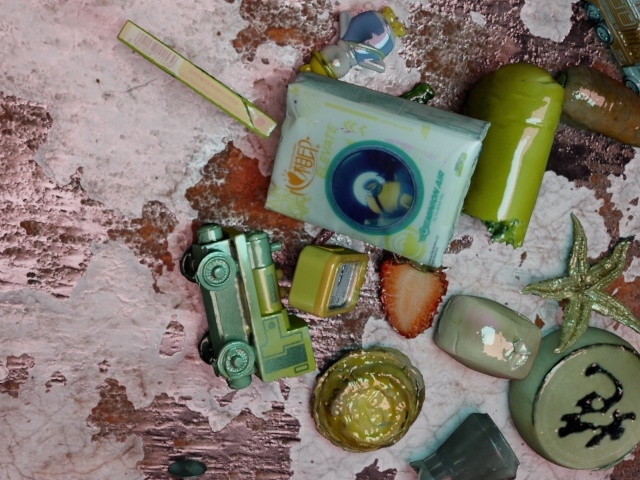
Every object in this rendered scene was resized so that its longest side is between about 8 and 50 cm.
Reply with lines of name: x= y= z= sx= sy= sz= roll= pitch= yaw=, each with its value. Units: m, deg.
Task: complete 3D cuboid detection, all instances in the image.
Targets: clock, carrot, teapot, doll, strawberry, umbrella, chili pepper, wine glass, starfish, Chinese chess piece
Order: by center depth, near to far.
doll: x=0.066 y=-0.401 z=1.716 sx=0.241 sy=0.099 sz=0.135 roll=-35 pitch=125 yaw=-3
clock: x=0.020 y=0.084 z=1.744 sx=0.096 sy=0.202 sz=0.143 roll=21 pitch=99 yaw=23
chili pepper: x=0.159 y=-0.303 z=1.783 sx=0.182 sy=0.050 sz=0.073 roll=-5 pitch=109 yaw=-10
umbrella: x=0.000 y=0.000 z=1.818 sx=0.165 sy=0.025 sz=0.027 roll=-47 pitch=129 yaw=1
wine glass: x=-0.299 y=0.602 z=1.830 sx=0.093 sy=0.093 sz=0.202 roll=-1 pitch=101 yaw=-13
carrot: x=0.665 y=-0.298 z=1.864 sx=0.302 sy=0.139 sz=0.139 roll=16 pitch=97 yaw=-17
strawberry: x=0.200 y=0.110 z=1.869 sx=0.167 sy=0.087 sz=0.208 roll=23 pitch=122 yaw=3
starfish: x=0.612 y=0.103 z=1.929 sx=0.358 sy=0.078 sz=0.347 roll=7 pitch=73 yaw=-15
teapot: x=0.343 y=0.534 z=1.948 sx=0.225 sy=0.171 sz=0.203 roll=-32 pitch=137 yaw=1
Chinese chess piece: x=0.633 y=0.381 z=1.980 sx=0.349 sy=0.146 sz=0.349 roll=-2 pitch=102 yaw=-11

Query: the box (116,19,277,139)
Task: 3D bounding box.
box: x=-0.242 y=-0.316 z=1.611 sx=0.335 sy=0.187 sz=0.047 roll=34 pitch=95 yaw=-17

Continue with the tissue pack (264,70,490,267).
tissue pack: x=0.106 y=-0.148 z=1.646 sx=0.388 sy=0.162 sz=0.287 roll=19 pitch=116 yaw=10

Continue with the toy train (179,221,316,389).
toy train: x=-0.155 y=0.129 z=1.749 sx=0.237 sy=0.150 sz=0.369 roll=-15 pitch=104 yaw=-19

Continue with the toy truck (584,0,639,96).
toy truck: x=0.729 y=-0.465 z=1.827 sx=0.136 sy=0.162 sz=0.305 roll=-37 pitch=107 yaw=-4

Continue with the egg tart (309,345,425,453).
egg tart: x=0.117 y=0.375 z=1.885 sx=0.279 sy=0.095 sz=0.279 roll=-3 pitch=102 yaw=-14

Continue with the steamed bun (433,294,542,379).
steamed bun: x=0.393 y=0.228 z=1.885 sx=0.238 sy=0.152 sz=0.170 roll=23 pitch=92 yaw=-11

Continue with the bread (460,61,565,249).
bread: x=0.390 y=-0.194 z=1.766 sx=0.208 sy=0.251 sz=0.376 roll=17 pitch=99 yaw=1
